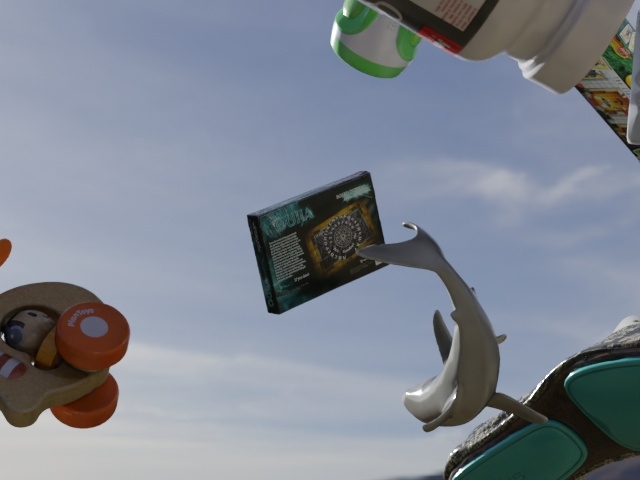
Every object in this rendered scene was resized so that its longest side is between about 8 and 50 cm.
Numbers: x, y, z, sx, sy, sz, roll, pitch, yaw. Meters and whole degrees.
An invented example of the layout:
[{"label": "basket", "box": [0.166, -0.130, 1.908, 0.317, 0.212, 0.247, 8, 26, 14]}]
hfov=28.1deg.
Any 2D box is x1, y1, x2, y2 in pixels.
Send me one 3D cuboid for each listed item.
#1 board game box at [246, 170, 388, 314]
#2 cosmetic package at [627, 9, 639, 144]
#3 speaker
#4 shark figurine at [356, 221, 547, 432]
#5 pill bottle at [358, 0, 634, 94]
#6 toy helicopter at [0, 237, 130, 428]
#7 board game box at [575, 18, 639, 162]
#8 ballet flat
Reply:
[{"label": "board game box", "box": [0.000, 0.000, 1.565, 0.186, 0.126, 0.026, -22, 17, -37]}, {"label": "cosmetic package", "box": [0.545, -0.180, 1.450, 0.385, 0.156, 0.217, -5, 13, -41]}, {"label": "speaker", "box": [0.119, -0.364, 1.683, 0.131, 0.131, 0.296, 6, -53, -31]}, {"label": "shark figurine", "box": [0.118, 0.118, 1.212, 0.166, 0.116, 0.278, 26, -37, 32]}, {"label": "pill bottle", "box": [0.130, -0.308, 1.284, 0.363, 0.210, 0.210, 29, -18, -6]}, {"label": "toy helicopter", "box": [-0.406, 0.129, 1.457, 0.355, 0.235, 0.140, -19, -36, -33]}, {"label": "board game box", "box": [0.384, -0.178, 1.572, 0.260, 0.030, 0.136, 41, -21, -31]}, {"label": "ballet flat", "box": [0.331, 0.189, 1.532, 0.164, 0.182, 0.483, 43, -44, -7]}]
